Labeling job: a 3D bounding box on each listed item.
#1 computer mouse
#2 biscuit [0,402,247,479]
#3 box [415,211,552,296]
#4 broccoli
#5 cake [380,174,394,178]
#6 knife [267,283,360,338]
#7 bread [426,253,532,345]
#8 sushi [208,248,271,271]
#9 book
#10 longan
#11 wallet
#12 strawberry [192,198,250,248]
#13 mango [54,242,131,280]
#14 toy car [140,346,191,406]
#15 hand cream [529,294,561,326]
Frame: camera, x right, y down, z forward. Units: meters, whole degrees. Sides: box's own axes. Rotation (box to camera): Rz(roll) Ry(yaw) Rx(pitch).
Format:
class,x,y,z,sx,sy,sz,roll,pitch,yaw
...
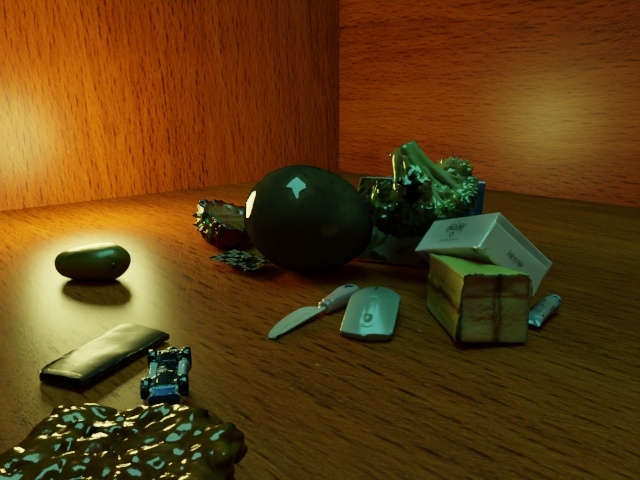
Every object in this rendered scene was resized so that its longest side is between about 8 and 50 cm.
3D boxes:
class,x,y,z,sx,sy,sz,roll,pitch,yaw
computer mouse,0.126,0.169,1.297,0.128,0.079,0.231,1,17,14
biscuit,-0.262,0.314,0.662,0.313,0.110,0.318,-1,14,6
box,0.410,0.041,1.380,0.203,0.116,0.274,40,-16,-17
broccoli,0.303,-0.159,1.624,0.348,0.280,0.293,-28,-1,6
cake,0.330,-0.109,2.000,0.291,0.281,0.256,3,7,31
knife,-0.021,0.174,1.351,0.081,0.042,0.336,5,16,43
bread,0.366,0.125,1.272,0.163,0.167,0.264,1,13,-6
sushi,-0.255,0.075,1.760,0.201,0.031,0.139,13,18,31
book,0.320,-0.065,1.798,0.429,0.299,0.039,5,-14,20
longan,-0.041,-0.064,1.681,0.405,0.335,0.404,16,3,-1
wallet,-0.452,0.236,1.129,0.137,0.031,0.255,6,15,24
strawberry,-0.349,-0.053,2.054,0.254,0.150,0.280,29,23,21
mango,-0.707,0.063,1.649,0.251,0.114,0.156,3,22,10
toy car,-0.279,0.250,0.986,0.080,0.070,0.170,-3,16,-10
hand cream,0.545,0.175,1.322,0.065,0.043,0.171,12,23,43
